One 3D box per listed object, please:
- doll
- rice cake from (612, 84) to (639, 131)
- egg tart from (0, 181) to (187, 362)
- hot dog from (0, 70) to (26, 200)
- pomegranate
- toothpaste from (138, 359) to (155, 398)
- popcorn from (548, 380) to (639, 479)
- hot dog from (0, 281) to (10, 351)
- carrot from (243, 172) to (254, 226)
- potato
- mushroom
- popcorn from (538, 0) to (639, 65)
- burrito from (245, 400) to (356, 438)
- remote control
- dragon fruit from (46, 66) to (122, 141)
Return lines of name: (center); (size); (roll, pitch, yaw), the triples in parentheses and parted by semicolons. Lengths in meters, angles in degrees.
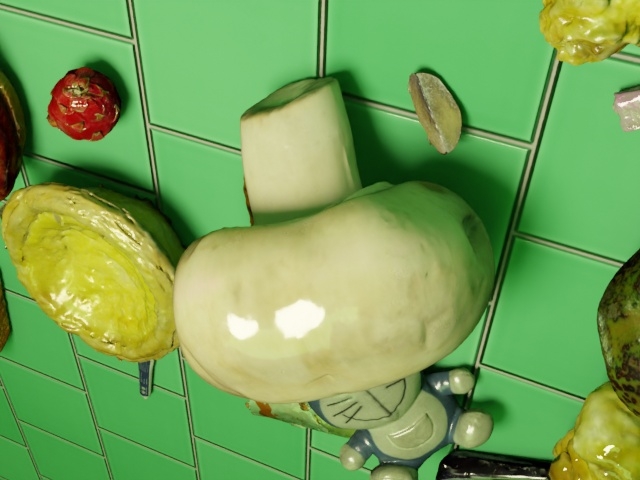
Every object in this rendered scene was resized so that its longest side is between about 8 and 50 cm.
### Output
doll: (0.092, 0.215, 1.126); (0.228, 0.154, 0.258); (-37, 116, 11)
rice cake: (0.367, -0.141, 0.715); (0.207, 0.036, 0.047); (-10, 118, 38)
egg tart: (-0.321, 0.035, 1.211); (0.345, 0.132, 0.345); (16, 134, 17)
hot dog: (-0.484, -0.153, 1.091); (0.107, 0.194, 0.326); (23, 150, 19)
pomegranate: (0.404, 0.112, 0.806); (0.222, 0.204, 0.276); (-16, 124, 21)
toothpaste: (-0.327, 0.255, 1.501); (0.037, 0.021, 0.140); (23, 135, 11)
popcorn: (0.402, 0.314, 1.011); (0.286, 0.174, 0.225); (33, 135, -9)
hot dog: (-0.688, 0.132, 1.516); (0.153, 0.150, 0.256); (17, 136, 2)
carrot: (-0.059, 0.021, 1.096); (0.066, 0.066, 0.314); (7, 131, 26)
potato: (0.126, -0.141, 0.864); (0.093, 0.036, 0.037); (66, 167, -9)
mushroom: (-0.001, 0.033, 0.880); (0.353, 0.325, 0.353); (23, 142, 19)
popcorn: (0.243, -0.201, 0.677); (0.106, 0.116, 0.120); (13, 137, -5)
burrito: (0.000, 0.269, 1.301); (0.288, 0.054, 0.104); (10, 131, 25)
remote control: (0.302, 0.355, 1.202); (0.266, 0.066, 0.090); (-7, 138, 30)
dragon fruit: (-0.318, -0.173, 1.068); (0.094, 0.094, 0.190); (48, 157, -16)
